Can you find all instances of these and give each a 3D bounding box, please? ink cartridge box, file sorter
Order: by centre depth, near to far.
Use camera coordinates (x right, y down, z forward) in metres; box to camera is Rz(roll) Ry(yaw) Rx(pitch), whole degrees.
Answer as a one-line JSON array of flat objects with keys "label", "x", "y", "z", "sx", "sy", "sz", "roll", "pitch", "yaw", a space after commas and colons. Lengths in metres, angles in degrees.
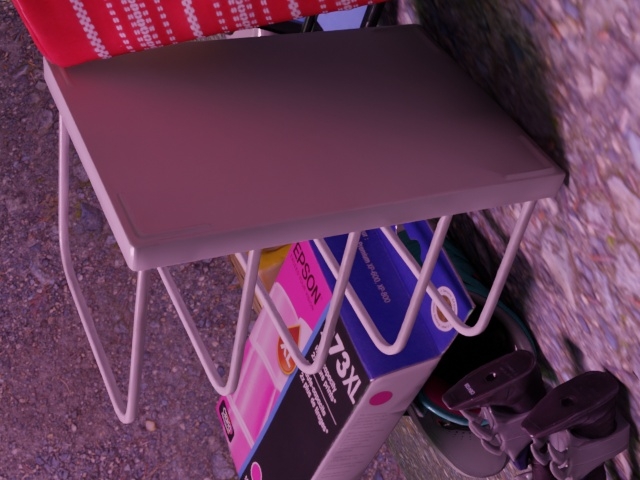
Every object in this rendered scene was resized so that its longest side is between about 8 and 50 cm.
[{"label": "file sorter", "x": -0.024, "y": -0.017, "z": 0.662, "sx": 0.193, "sy": 0.278, "sz": 0.173, "roll": 57, "pitch": 147, "yaw": 40}, {"label": "ink cartridge box", "x": 0.004, "y": 0.115, "z": 0.888, "sx": 0.371, "sy": 0.069, "sz": 0.175, "roll": -62, "pitch": 40, "yaw": 38}]

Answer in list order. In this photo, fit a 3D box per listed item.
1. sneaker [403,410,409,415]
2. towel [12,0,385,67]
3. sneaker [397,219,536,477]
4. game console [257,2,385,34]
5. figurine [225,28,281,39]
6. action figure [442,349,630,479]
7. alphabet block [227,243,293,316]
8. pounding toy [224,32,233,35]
[{"label": "sneaker", "x": 0.097, "y": 0.129, "z": 1.112, "sx": 0.079, "sy": 0.121, "sz": 0.217, "roll": 66, "pitch": 172, "yaw": -17}, {"label": "towel", "x": -0.054, "y": -0.188, "z": 0.507, "sx": 0.199, "sy": 0.275, "sz": 0.031, "roll": 71, "pitch": -167, "yaw": -49}, {"label": "sneaker", "x": 0.137, "y": 0.135, "z": 0.906, "sx": 0.178, "sy": 0.124, "sz": 0.295, "roll": -110, "pitch": -2, "yaw": -67}, {"label": "game console", "x": -0.011, "y": -0.192, "z": 0.768, "sx": 0.107, "sy": 0.071, "sz": 0.122, "roll": 58, "pitch": 147, "yaw": 28}, {"label": "figurine", "x": -0.073, "y": -0.297, "z": 0.878, "sx": 0.209, "sy": 0.092, "sz": 0.215, "roll": 78, "pitch": 172, "yaw": -46}, {"label": "action figure", "x": 0.206, "y": 0.216, "z": 0.787, "sx": 0.185, "sy": 0.099, "sz": 0.285, "roll": 32, "pitch": 154, "yaw": 58}, {"label": "alphabet block", "x": 0.000, "y": 0.000, "z": 1.064, "sx": 0.192, "sy": 0.193, "sz": 0.197, "roll": 54, "pitch": 168, "yaw": 43}, {"label": "pounding toy", "x": -0.057, "y": -0.204, "z": 0.576, "sx": 0.206, "sy": 0.181, "sz": 0.094, "roll": 143, "pitch": 137, "yaw": -66}]
